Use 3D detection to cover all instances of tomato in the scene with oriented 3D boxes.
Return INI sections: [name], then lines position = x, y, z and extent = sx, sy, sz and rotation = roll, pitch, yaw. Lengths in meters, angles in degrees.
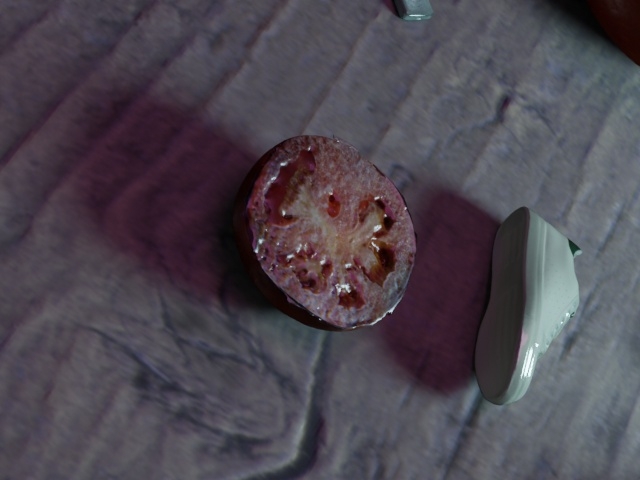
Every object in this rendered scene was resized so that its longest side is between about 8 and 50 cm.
[tomato]
position = -0.003, 0.001, 1.554
extent = 0.225, 0.085, 0.225
rotation = 16, 61, -30

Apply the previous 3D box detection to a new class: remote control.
[remote control]
position = 0.105, -0.337, 1.828
extent = 0.053, 0.018, 0.124
rotation = -10, 74, -37

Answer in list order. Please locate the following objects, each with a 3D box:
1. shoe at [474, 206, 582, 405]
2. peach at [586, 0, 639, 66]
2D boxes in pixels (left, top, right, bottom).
[shoe]
position = 0.256, 0.085, 1.674
extent = 0.110, 0.095, 0.265
rotation = 26, 54, -21
[peach]
position = 0.509, -0.376, 1.921
extent = 0.370, 0.370, 0.370
rotation = 14, 61, -27
